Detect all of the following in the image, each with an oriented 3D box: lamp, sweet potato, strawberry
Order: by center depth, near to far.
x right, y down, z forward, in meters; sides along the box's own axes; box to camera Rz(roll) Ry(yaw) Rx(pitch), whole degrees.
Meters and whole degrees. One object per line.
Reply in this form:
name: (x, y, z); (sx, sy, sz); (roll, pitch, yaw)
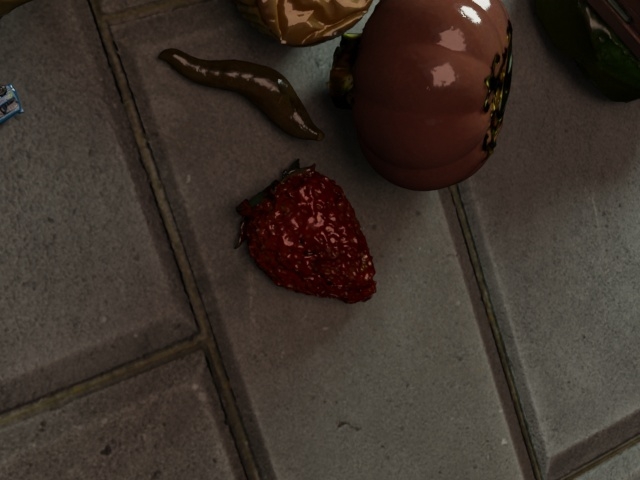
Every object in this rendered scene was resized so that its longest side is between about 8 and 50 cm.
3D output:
sweet potato: (-0.099, -0.214, 1.320); (0.249, 0.059, 0.069); (27, 91, -18)
lamp: (0.137, -0.220, 1.321); (0.239, 0.305, 0.305); (12, 83, 16)
strawberry: (-0.008, 0.013, 1.336); (0.174, 0.098, 0.228); (-36, 103, -20)

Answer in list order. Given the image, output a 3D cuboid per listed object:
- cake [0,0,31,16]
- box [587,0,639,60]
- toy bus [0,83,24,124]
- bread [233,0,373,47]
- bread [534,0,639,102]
cake: (-0.473, -0.355, 1.043); (0.332, 0.321, 0.332); (29, 54, -49)
box: (0.492, -0.415, 1.431); (0.215, 0.086, 0.215); (42, 70, -16)
toy bus: (-0.409, -0.158, 1.186); (0.083, 0.038, 0.046); (-37, 109, -18)
bread: (-0.045, -0.406, 1.280); (0.204, 0.156, 0.288); (-30, 112, -5)
bread: (0.525, -0.421, 1.565); (0.382, 0.129, 0.366); (-20, 95, -24)
